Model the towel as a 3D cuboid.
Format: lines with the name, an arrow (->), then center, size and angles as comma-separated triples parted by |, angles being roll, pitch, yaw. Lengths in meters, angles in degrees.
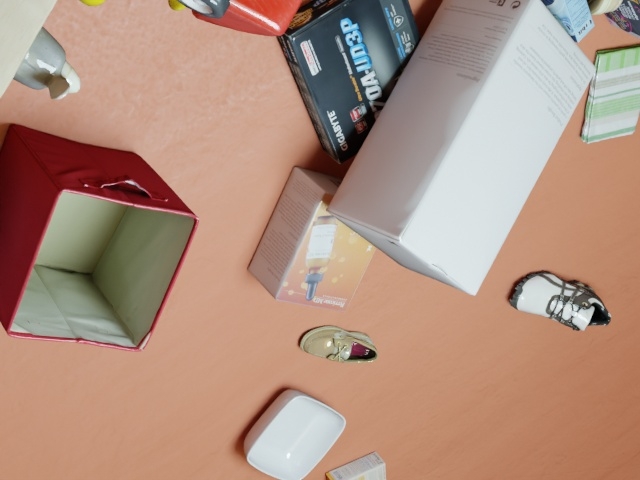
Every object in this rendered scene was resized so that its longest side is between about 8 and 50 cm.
towel -> 0.466, -0.234, 1.898 | 0.113, 0.023, 0.152 | -14, 122, -29

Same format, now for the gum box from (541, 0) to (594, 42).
gum box -> 0.272, -0.360, 1.596 | 0.041, 0.157, 0.184 | -45, 132, -16

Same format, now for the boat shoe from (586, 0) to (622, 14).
boat shoe -> 0.421, -0.443, 1.613 | 0.098, 0.109, 0.302 | 15, 82, -17

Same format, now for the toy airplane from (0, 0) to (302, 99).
toy airplane -> -0.245, -0.345, 1.236 | 0.386, 0.272, 0.384 | -19, 89, -12

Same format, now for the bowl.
bowl -> -0.047, 0.298, 1.868 | 0.142, 0.053, 0.142 | 35, 95, -41

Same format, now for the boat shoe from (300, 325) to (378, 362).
boat shoe -> 0.033, 0.163, 1.841 | 0.135, 0.045, 0.050 | 4, 115, -35

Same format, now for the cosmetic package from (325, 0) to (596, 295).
cosmetic package -> 0.193, -0.137, 1.605 | 0.197, 0.155, 0.365 | 37, 81, -45

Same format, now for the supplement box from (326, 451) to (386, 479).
supplement box -> 0.060, 0.404, 2.014 | 0.098, 0.036, 0.062 | -19, 126, -23

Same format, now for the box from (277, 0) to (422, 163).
box -> 0.052, -0.237, 1.602 | 0.175, 0.051, 0.220 | -33, 131, -12

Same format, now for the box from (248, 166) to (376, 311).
box -> 0.000, 0.000, 1.688 | 0.130, 0.091, 0.170 | 12, 110, -38

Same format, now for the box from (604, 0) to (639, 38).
box -> 0.517, -0.424, 1.729 | 0.247, 0.142, 0.163 | -46, 133, 0

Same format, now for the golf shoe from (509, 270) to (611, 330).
golf shoe -> 0.411, 0.106, 2.021 | 0.198, 0.094, 0.077 | 4, 116, -33

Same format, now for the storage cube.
storage cube -> -0.288, -0.005, 1.430 | 0.184, 0.193, 0.215 | 11, 110, -37
